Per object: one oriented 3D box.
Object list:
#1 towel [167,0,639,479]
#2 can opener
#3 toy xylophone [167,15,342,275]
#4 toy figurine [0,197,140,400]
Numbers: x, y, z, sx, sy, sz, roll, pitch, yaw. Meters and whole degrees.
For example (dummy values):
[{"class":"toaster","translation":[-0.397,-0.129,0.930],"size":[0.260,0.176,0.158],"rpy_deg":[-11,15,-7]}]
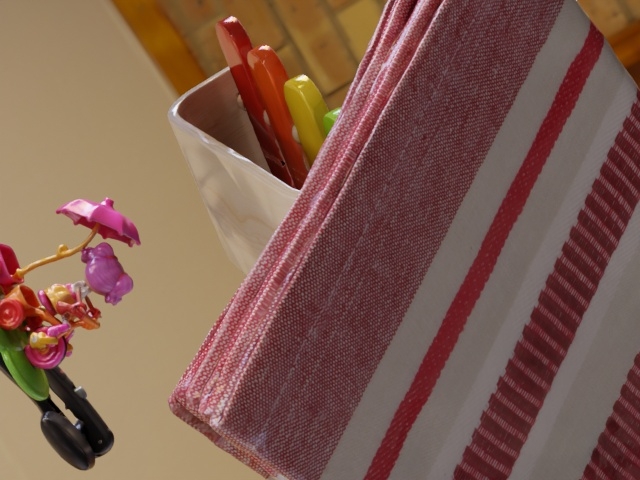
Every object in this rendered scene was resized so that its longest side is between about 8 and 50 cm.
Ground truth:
[{"class":"towel","translation":[0.095,0.045,0.619],"size":[0.329,0.037,0.237],"rpy_deg":[44,-112,-41]},{"class":"can opener","translation":[-0.278,0.150,1.452],"size":[0.186,0.059,0.073],"rpy_deg":[54,172,1]},{"class":"toy xylophone","translation":[0.000,0.000,0.915],"size":[0.322,0.081,0.236],"rpy_deg":[41,155,53]},{"class":"toy figurine","translation":[-0.237,0.036,1.333],"size":[0.173,0.159,0.130],"rpy_deg":[60,-174,13]}]
